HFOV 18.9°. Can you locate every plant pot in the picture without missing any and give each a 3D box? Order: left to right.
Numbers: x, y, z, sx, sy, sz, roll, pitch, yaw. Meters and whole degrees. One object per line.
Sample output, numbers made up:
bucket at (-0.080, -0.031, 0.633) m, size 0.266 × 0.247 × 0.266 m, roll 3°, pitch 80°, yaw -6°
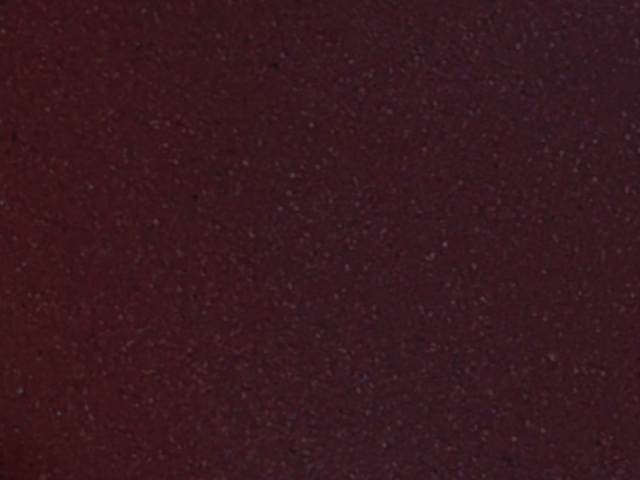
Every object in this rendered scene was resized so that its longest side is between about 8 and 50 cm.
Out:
plant pot at (0.041, -0.020, 0.523) m, size 0.267 × 0.235 × 0.267 m, roll -24°, pitch 98°, yaw -84°
